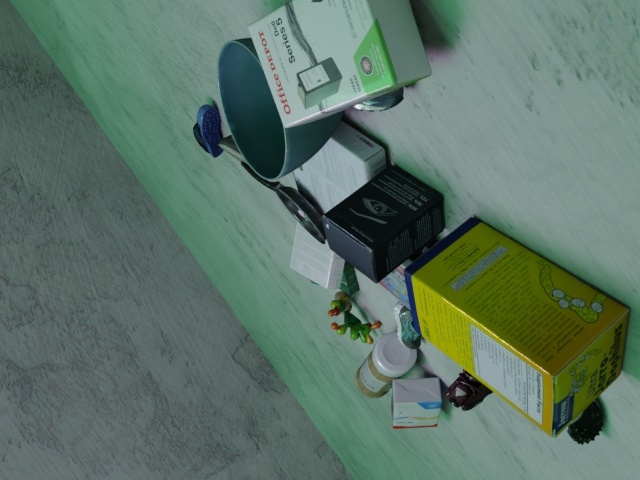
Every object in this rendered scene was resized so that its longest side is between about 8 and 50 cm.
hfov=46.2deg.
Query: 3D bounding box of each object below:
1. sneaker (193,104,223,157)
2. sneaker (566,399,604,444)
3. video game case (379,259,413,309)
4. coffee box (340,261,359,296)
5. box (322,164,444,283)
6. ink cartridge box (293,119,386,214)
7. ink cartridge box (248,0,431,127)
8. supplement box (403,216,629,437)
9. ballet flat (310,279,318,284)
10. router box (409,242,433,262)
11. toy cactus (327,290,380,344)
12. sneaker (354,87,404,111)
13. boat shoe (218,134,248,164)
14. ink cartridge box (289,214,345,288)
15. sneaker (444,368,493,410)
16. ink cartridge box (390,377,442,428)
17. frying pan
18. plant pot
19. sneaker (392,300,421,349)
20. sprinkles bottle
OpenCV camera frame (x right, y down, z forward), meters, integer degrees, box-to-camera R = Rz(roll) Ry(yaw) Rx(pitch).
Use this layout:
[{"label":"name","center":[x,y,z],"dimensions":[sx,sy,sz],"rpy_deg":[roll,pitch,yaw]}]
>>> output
[{"label":"sneaker","center":[-0.360,-0.350,2.328],"dimensions":[0.090,0.081,0.232],"rpy_deg":[38,157,20]},{"label":"sneaker","center":[0.498,0.312,1.510],"dimensions":[0.237,0.085,0.086],"rpy_deg":[58,-174,-21]},{"label":"video game case","center":[0.196,0.098,1.723],"dimensions":[0.204,0.025,0.285],"rpy_deg":[39,168,3]},{"label":"coffee box","center":[0.047,0.068,2.154],"dimensions":[0.113,0.040,0.184],"rpy_deg":[37,154,41]},{"label":"box","center":[0.132,-0.037,1.553],"dimensions":[0.153,0.207,0.108],"rpy_deg":[38,155,37]},{"label":"ink cartridge box","center":[0.040,-0.157,1.772],"dimensions":[0.330,0.071,0.324],"rpy_deg":[43,158,37]},{"label":"ink cartridge box","center":[0.027,-0.326,1.279],"dimensions":[0.273,0.114,0.198],"rpy_deg":[-13,99,46]},{"label":"supplement box","center":[0.352,0.149,1.384],"dimensions":[0.356,0.195,0.194],"rpy_deg":[37,154,40]},{"label":"ballet flat","center":[-0.024,0.083,2.313],"dimensions":[0.206,0.073,0.067],"rpy_deg":[-152,68,-66]},{"label":"router box","center":[0.224,0.049,1.681],"dimensions":[0.179,0.046,0.133],"rpy_deg":[46,161,-11]},{"label":"toy cactus","center":[0.086,0.216,2.233],"dimensions":[0.219,0.112,0.180],"rpy_deg":[36,-160,-38]},{"label":"sneaker","center":[0.047,-0.351,1.385],"dimensions":[0.283,0.110,0.122],"rpy_deg":[46,155,21]},{"label":"boat shoe","center":[-0.179,-0.255,2.097],"dimensions":[0.112,0.095,0.335],"rpy_deg":[35,177,-34]},{"label":"ink cartridge box","center":[0.000,0.000,2.072],"dimensions":[0.181,0.056,0.225],"rpy_deg":[28,112,47]},{"label":"sneaker","center":[0.355,0.301,1.668],"dimensions":[0.106,0.162,0.281],"rpy_deg":[42,157,30]},{"label":"ink cartridge box","center":[0.273,0.480,2.161],"dimensions":[0.231,0.134,0.078],"rpy_deg":[84,-176,-54]},{"label":"frying pan","center":[-0.080,-0.101,2.017],"dimensions":[0.326,0.053,0.197],"rpy_deg":[41,170,46]},{"label":"plant pot","center":[-0.063,-0.293,1.557],"dimensions":[0.290,0.195,0.290],"rpy_deg":[45,148,39]},{"label":"sneaker","center":[0.242,0.232,1.964],"dimensions":[0.076,0.065,0.166],"rpy_deg":[26,148,45]},{"label":"sprinkles bottle","center":[0.187,0.376,2.224],"dimensions":[0.121,0.121,0.355],"rpy_deg":[49,160,13]}]
